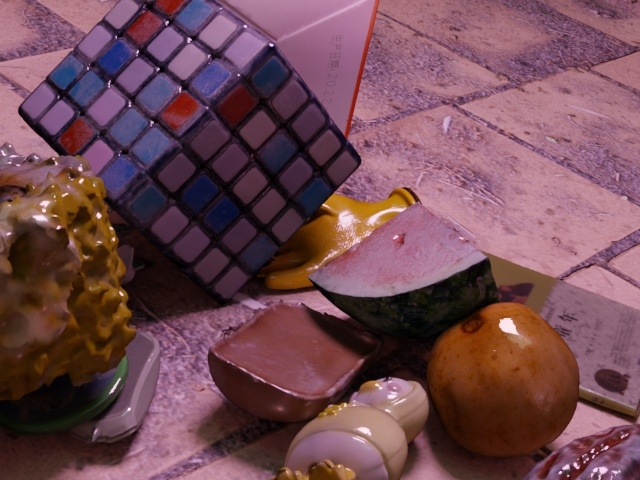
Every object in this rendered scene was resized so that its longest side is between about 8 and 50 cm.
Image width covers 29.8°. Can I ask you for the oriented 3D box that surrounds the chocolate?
[{"bbox_3d":[-0.036,0.158,1.472,0.161,0.083,0.261,26,21,17],"label":"chocolate"}]

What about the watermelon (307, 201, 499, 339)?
[{"bbox_3d":[0.127,0.054,1.581,0.255,0.260,0.176,6,61,23],"label":"watermelon"}]

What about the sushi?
[{"bbox_3d":[-0.406,0.044,1.264,0.396,0.240,0.351,-18,24,-31],"label":"sushi"}]

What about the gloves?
[{"bbox_3d":[0.001,0.001,1.749,0.294,0.116,0.133,-9,31,-21],"label":"gloves"}]

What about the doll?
[{"bbox_3d":[0.045,0.220,1.363,0.141,0.117,0.296,-24,12,28],"label":"doll"}]

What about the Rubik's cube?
[{"bbox_3d":[-0.173,-0.142,1.621,0.287,0.292,0.293,41,-2,39],"label":"Rubik's cube"}]

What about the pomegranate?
[{"bbox_3d":[0.223,0.178,1.467,0.196,0.196,0.196,10,30,-6],"label":"pomegranate"}]

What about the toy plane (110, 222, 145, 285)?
[{"bbox_3d":[-0.316,0.010,1.616,0.174,0.080,0.174,8,29,-5],"label":"toy plane"}]

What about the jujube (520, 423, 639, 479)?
[{"bbox_3d":[0.307,0.316,1.215,0.308,0.215,0.247,-1,60,-34],"label":"jujube"}]

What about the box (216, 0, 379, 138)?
[{"bbox_3d":[-0.117,-0.306,1.958,0.318,0.349,0.257,-1,33,-20],"label":"box"}]

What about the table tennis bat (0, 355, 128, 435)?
[{"bbox_3d":[-0.320,0.140,1.397,0.160,0.039,0.257,-28,35,-19],"label":"table tennis bat"}]

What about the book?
[{"bbox_3d":[0.310,0.121,1.721,0.352,0.035,0.239,21,34,14],"label":"book"}]

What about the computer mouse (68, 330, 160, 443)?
[{"bbox_3d":[-0.234,0.178,1.384,0.089,0.056,0.182,-6,34,11],"label":"computer mouse"}]
